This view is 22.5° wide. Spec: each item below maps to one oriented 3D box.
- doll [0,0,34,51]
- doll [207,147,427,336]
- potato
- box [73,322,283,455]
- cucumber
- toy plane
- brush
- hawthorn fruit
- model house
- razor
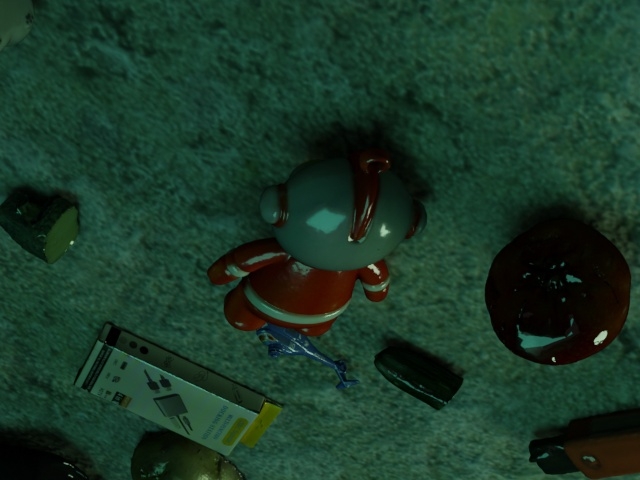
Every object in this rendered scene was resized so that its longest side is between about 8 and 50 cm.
[{"bbox_3d":[-0.364,-0.208,1.557,0.181,0.110,0.107,-21,107,36],"label":"doll"},{"bbox_3d":[0.000,0.000,1.640,0.200,0.105,0.336,6,149,-16],"label":"doll"},{"bbox_3d":[-0.173,0.325,2.124,0.172,0.089,0.100,26,139,-4],"label":"potato"},{"bbox_3d":[-0.180,0.194,2.016,0.247,0.033,0.129,25,141,-6],"label":"box"},{"bbox_3d":[0.107,0.153,1.830,0.105,0.048,0.048,29,141,-7],"label":"cucumber"},{"bbox_3d":[-0.024,0.122,1.843,0.167,0.062,0.054,34,141,-32],"label":"toy plane"},{"bbox_3d":[0.374,0.219,1.792,0.323,0.051,0.070,-14,124,40],"label":"brush"},{"bbox_3d":[0.238,0.057,1.600,0.148,0.148,0.172,7,167,17],"label":"hawthorn fruit"},{"bbox_3d":[-0.322,-0.024,1.809,0.083,0.066,0.078,32,155,14],"label":"model house"},{"bbox_3d":[-0.472,0.372,2.294,0.349,0.113,0.204,-7,135,28],"label":"razor"}]
